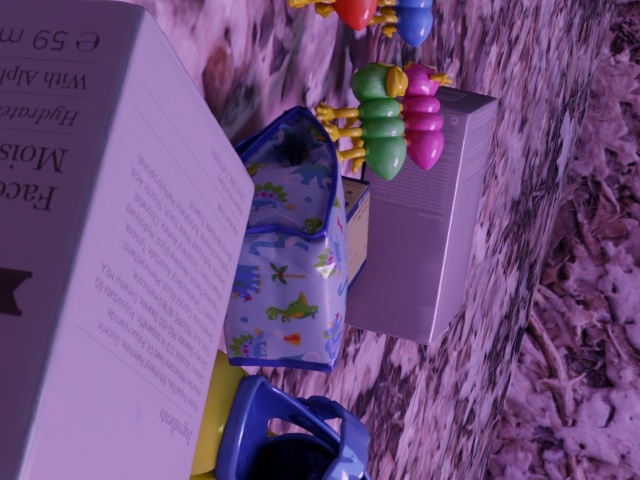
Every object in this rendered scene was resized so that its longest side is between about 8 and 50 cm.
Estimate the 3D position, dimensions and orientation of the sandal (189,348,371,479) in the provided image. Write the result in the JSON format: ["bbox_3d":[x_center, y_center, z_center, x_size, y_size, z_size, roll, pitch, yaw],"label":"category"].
[{"bbox_3d":[-0.022,0.194,1.010,0.317,0.138,0.126,70,35,-64],"label":"sandal"}]

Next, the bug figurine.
[{"bbox_3d":[0.053,-0.158,1.037,0.279,0.072,0.216,-18,102,-72],"label":"bug figurine"}]

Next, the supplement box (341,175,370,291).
[{"bbox_3d":[0.000,0.000,1.064,0.083,0.056,0.083,-54,152,-51],"label":"supplement box"}]

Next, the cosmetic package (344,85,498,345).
[{"bbox_3d":[0.099,-0.030,1.290,0.127,0.107,0.238,-31,135,-67],"label":"cosmetic package"}]

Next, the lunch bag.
[{"bbox_3d":[-0.023,-0.004,0.918,0.151,0.096,0.129,-76,168,-50],"label":"lunch bag"}]

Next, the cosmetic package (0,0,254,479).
[{"bbox_3d":[-0.129,0.024,0.479,0.151,0.151,0.184,62,36,-65],"label":"cosmetic package"}]
